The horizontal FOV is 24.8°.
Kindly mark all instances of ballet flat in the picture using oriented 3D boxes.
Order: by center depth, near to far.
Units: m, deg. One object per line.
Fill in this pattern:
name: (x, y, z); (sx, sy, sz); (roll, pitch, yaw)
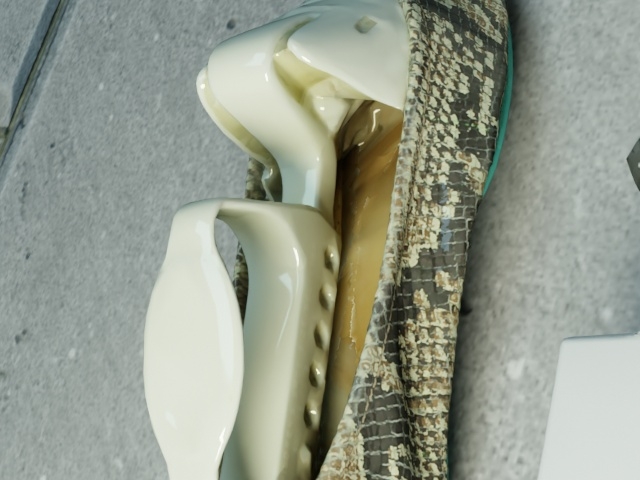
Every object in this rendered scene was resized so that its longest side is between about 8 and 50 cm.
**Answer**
ballet flat: (0.000, 0.000, 0.777); (0.164, 0.182, 0.482); (-16, 56, 44)

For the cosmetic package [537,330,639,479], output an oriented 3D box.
cosmetic package: (0.147, 0.157, 0.597); (0.117, 0.085, 0.231); (-6, 62, 47)

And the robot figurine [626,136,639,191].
robot figurine: (0.240, 0.005, 0.536); (0.211, 0.085, 0.291); (-13, 41, -5)
